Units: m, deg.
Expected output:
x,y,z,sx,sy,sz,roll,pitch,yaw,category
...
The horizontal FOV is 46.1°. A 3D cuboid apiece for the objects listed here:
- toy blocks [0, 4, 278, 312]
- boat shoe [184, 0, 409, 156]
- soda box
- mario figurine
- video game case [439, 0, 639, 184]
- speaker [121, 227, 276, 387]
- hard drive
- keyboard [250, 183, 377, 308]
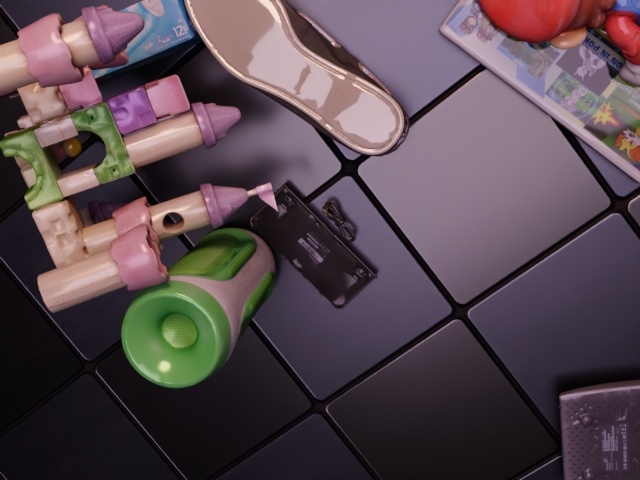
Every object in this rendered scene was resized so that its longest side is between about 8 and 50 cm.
x,y,z,sx,sy,sz,roll,pitch,yaw,category
-0.217,-0.123,0.852,0.260,0.309,0.289,-21,108,-6,toy blocks
-0.030,-0.222,0.955,0.335,0.095,0.112,39,103,3,boat shoe
-0.260,-0.255,0.978,0.210,0.071,0.067,-19,100,12,soda box
0.332,-0.291,0.846,0.320,0.170,0.198,-1,67,-3,mario figurine
0.363,-0.279,0.904,0.329,0.036,0.300,36,105,-2,video game case
-0.135,0.069,0.921,0.131,0.296,0.131,2,104,8,speaker
0.452,0.264,1.011,0.254,0.054,0.172,-5,103,9,hard drive
0.000,0.000,1.030,0.180,0.023,0.108,44,111,-5,keyboard
